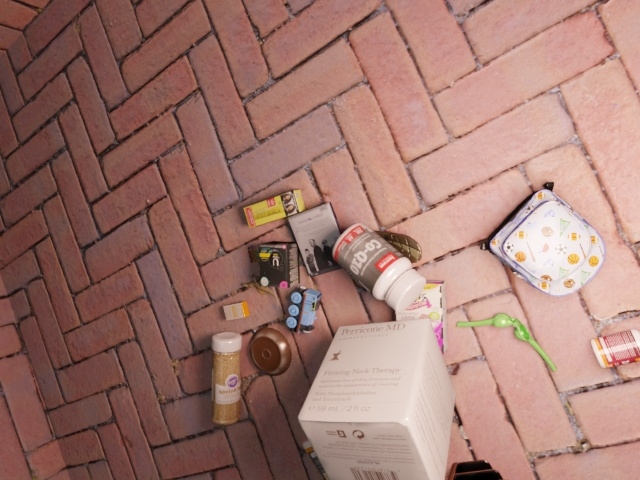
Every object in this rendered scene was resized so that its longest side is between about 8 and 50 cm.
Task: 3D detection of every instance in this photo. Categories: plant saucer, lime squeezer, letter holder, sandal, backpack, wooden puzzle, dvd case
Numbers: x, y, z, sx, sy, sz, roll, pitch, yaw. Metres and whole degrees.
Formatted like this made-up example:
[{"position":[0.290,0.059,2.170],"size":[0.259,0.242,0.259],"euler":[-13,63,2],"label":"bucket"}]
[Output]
[{"position":[-0.208,0.446,1.817],"size":[0.198,0.036,0.199],"euler":[3,98,26],"label":"plant saucer"},{"position":[0.582,0.289,1.402],"size":[0.310,0.058,0.110],"euler":[24,105,21],"label":"lime squeezer"},{"position":[0.556,0.863,1.426],"size":[0.214,0.152,0.302],"euler":[-21,86,24],"label":"letter holder"},{"position":[0.248,0.014,1.539],"size":[0.219,0.060,0.090],"euler":[14,106,39],"label":"sandal"},{"position":[0.637,0.016,1.272],"size":[0.263,0.213,0.277],"euler":[42,109,5],"label":"backpack"},{"position":[-0.261,0.059,1.817],"size":[0.049,0.006,0.084],"euler":[-14,89,27],"label":"wooden puzzle"},{"position":[0.000,0.000,1.654],"size":[0.179,0.029,0.239],"euler":[-18,95,27],"label":"dvd case"}]

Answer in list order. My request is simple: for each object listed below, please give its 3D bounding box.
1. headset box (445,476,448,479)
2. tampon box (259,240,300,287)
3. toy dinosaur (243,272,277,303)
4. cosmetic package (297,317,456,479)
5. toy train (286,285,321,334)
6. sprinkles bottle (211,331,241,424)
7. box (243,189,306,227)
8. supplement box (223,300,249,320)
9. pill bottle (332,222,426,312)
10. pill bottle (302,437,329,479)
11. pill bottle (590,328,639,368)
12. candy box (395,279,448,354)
[{"position":[0.307,0.886,1.517],"size":[0.292,0.110,0.218],"euler":[-6,93,-3],"label":"headset box"},{"position":[-0.152,0.088,1.713],"size":[0.120,0.101,0.161],"euler":[2,96,27],"label":"tampon box"},{"position":[-0.223,0.177,1.796],"size":[0.183,0.053,0.093],"euler":[19,119,31],"label":"toy dinosaur"},{"position":[0.190,0.494,1.377],"size":[0.329,0.394,0.328],"euler":[-11,116,27],"label":"cosmetic package"},{"position":[-0.061,0.262,1.703],"size":[0.105,0.080,0.184],"euler":[15,102,18],"label":"toy train"},{"position":[-0.384,0.559,1.868],"size":[0.121,0.121,0.356],"euler":[6,99,25],"label":"sprinkles bottle"},{"position":[-0.173,-0.118,1.726],"size":[0.232,0.058,0.088],"euler":[-15,91,27],"label":"box"},{"position":[-0.342,0.286,1.864],"size":[0.098,0.036,0.062],"euler":[-13,90,26],"label":"supplement box"},{"position":[0.185,0.085,1.458],"size":[0.283,0.161,0.161],"euler":[42,112,29],"label":"pill bottle"},{"position":[0.071,0.803,1.648],"size":[0.162,0.162,0.279],"euler":[-40,78,24],"label":"pill bottle"},{"position":[0.839,0.294,1.260],"size":[0.151,0.086,0.086],"euler":[-24,85,27],"label":"pill bottle"},{"position":[0.332,0.250,1.512],"size":[0.159,0.071,0.234],"euler":[-2,94,27],"label":"candy box"}]
